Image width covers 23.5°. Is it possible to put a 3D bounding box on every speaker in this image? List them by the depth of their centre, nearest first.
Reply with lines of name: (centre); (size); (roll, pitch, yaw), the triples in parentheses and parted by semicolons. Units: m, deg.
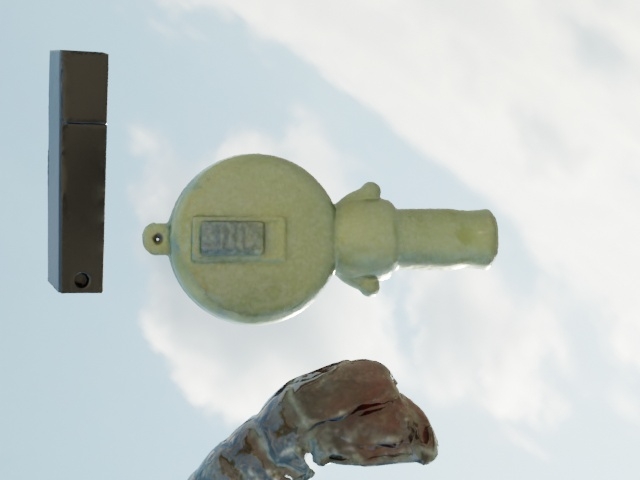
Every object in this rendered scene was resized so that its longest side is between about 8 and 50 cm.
speaker: (-0.222, -0.064, 1.406); (0.044, 0.218, 0.082); (0, -174, -18)

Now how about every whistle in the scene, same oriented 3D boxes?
whistle: (0.000, 0.000, 1.119); (0.258, 0.126, 0.067); (1, -178, -6)

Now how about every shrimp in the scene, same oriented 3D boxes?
shrimp: (-0.065, 0.241, 0.967); (0.166, 0.410, 0.221); (9, -150, -17)
